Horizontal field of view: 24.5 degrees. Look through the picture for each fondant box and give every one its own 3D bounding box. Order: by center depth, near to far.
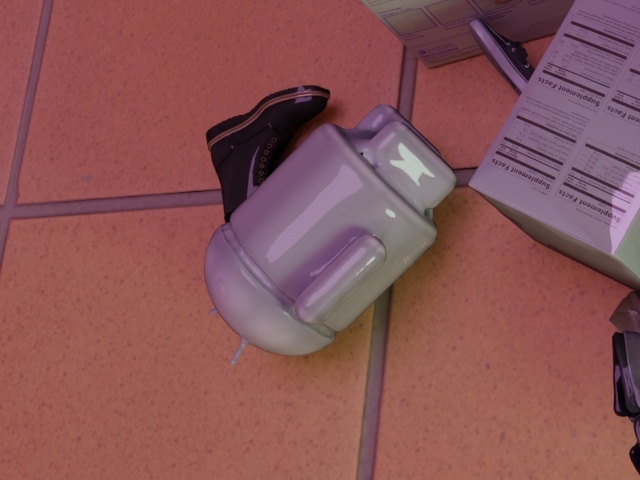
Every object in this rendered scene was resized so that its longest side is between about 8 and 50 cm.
[{"bbox_3d":[0.162,-0.340,1.747,0.238,0.330,0.096,-13,66,26],"label":"fondant box"}]

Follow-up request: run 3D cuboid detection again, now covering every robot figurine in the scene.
[{"bbox_3d":[0.000,0.000,1.792,0.353,0.200,0.300,-44,19,9],"label":"robot figurine"}]

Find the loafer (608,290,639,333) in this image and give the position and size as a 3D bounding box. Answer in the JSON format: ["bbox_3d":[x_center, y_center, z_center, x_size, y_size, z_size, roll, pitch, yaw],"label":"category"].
[{"bbox_3d":[0.365,0.125,1.617,0.050,0.056,0.148,-37,52,20],"label":"loafer"}]

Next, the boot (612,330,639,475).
[{"bbox_3d":[0.407,0.089,1.527,0.223,0.118,0.338,-7,66,9],"label":"boot"}]

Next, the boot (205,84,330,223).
[{"bbox_3d":[-0.059,-0.112,1.959,0.198,0.077,0.137,-27,64,35],"label":"boot"}]

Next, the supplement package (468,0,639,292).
[{"bbox_3d":[0.340,-0.105,1.628,0.198,0.199,0.262,29,88,35],"label":"supplement package"}]

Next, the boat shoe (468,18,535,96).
[{"bbox_3d":[0.236,-0.219,1.799,0.040,0.049,0.142,-40,97,0],"label":"boat shoe"}]
